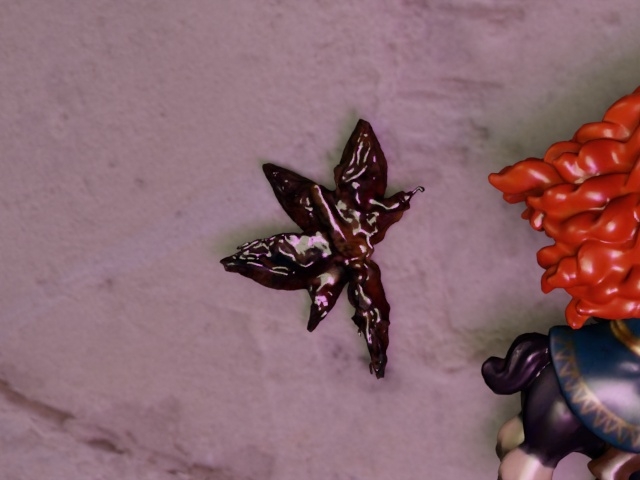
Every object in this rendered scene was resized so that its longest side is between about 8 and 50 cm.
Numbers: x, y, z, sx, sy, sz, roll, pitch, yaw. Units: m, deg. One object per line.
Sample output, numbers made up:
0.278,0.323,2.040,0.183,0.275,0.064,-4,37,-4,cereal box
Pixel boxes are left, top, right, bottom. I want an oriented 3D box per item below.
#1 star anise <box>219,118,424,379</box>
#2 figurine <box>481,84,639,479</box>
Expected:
0.000,-0.001,1.651,0.157,0.053,0.212,11,98,7,star anise
0.284,0.056,1.539,0.306,0.241,0.412,6,105,17,figurine
